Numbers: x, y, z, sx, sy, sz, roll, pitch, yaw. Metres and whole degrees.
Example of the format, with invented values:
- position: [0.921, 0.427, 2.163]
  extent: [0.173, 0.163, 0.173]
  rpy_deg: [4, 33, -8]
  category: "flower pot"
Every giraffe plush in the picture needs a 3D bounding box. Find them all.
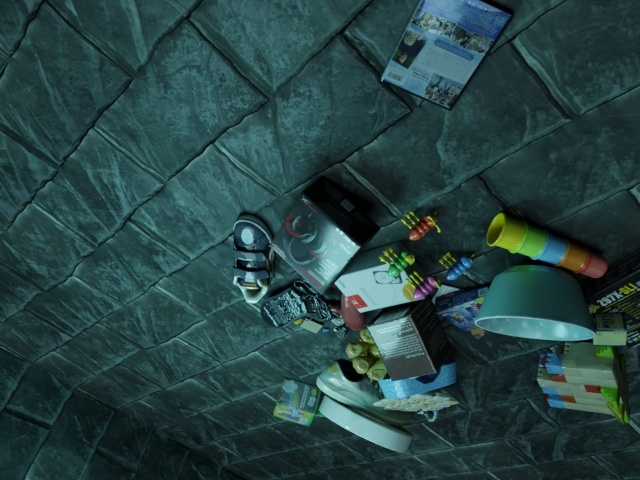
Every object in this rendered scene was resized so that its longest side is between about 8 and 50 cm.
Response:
- position: [0.192, 0.390, 1.985]
  extent: [0.181, 0.210, 0.170]
  rpy_deg: [60, 165, 11]
  category: "giraffe plush"

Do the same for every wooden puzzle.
- position: [-0.033, 0.311, 2.069]
  extent: [0.116, 0.014, 0.078]
  rpy_deg: [29, 141, -14]
  category: "wooden puzzle"

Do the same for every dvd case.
- position: [0.258, -0.405, 1.190]
  extent: [0.181, 0.022, 0.253]
  rpy_deg: [22, 138, -7]
  category: "dvd case"

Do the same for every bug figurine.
- position: [0.303, 0.055, 1.582]
  extent: [0.216, 0.072, 0.279]
  rpy_deg: [-45, 118, 4]
  category: "bug figurine"

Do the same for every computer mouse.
- position: [-0.087, 0.218, 1.929]
  extent: [0.272, 0.072, 0.188]
  rpy_deg: [-25, 99, 32]
  category: "computer mouse"

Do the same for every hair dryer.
- position: [0.048, 0.243, 1.918]
  extent: [0.224, 0.080, 0.293]
  rpy_deg: [27, 137, -11]
  category: "hair dryer"

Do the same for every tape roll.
- position: [0.179, 0.726, 2.259]
  extent: [0.392, 0.071, 0.392]
  rpy_deg: [24, 171, 4]
  category: "tape roll"

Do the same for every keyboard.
- position: [0.381, 0.224, 1.840]
  extent: [0.072, 0.014, 0.256]
  rpy_deg: [18, 139, -2]
  category: "keyboard"

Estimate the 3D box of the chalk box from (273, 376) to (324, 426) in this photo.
- position: [-0.077, 0.697, 2.413]
  extent: [0.213, 0.132, 0.132]
  rpy_deg: [18, 138, 0]
  category: "chalk box"

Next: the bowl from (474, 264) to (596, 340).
- position: [0.591, 0.169, 1.558]
  extent: [0.312, 0.163, 0.311]
  rpy_deg: [8, 163, 3]
  category: "bowl"

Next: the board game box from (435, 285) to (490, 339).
- position: [0.492, 0.227, 1.769]
  extent: [0.194, 0.060, 0.194]
  rpy_deg: [-24, 129, 30]
  category: "board game box"

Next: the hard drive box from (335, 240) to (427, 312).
- position: [0.182, 0.116, 1.731]
  extent: [0.232, 0.089, 0.181]
  rpy_deg: [-18, 127, 33]
  category: "hard drive box"

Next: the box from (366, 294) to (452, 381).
- position: [0.284, 0.307, 1.790]
  extent: [0.169, 0.167, 0.203]
  rpy_deg: [-21, 97, 34]
  category: "box"

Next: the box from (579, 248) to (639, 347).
- position: [0.890, 0.157, 1.558]
  extent: [0.257, 0.079, 0.322]
  rpy_deg: [29, 137, -11]
  category: "box"

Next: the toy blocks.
- position: [0.835, 0.446, 1.838]
  extent: [0.261, 0.190, 0.381]
  rpy_deg: [-2, 138, 36]
  category: "toy blocks"

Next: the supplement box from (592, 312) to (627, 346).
- position: [0.811, 0.252, 1.587]
  extent: [0.083, 0.056, 0.083]
  rpy_deg: [-4, 135, 23]
  category: "supplement box"

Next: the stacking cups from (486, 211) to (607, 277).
- position: [0.605, 0.021, 1.488]
  extent: [0.317, 0.096, 0.096]
  rpy_deg: [19, 138, -4]
  category: "stacking cups"

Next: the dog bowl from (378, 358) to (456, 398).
- position: [0.343, 0.481, 1.963]
  extent: [0.298, 0.074, 0.166]
  rpy_deg: [-11, 174, -19]
  category: "dog bowl"

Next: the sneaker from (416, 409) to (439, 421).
- position: [0.385, 0.636, 2.234]
  extent: [0.237, 0.086, 0.085]
  rpy_deg: [39, 135, -22]
  category: "sneaker"

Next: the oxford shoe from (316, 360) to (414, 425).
- position: [0.198, 0.605, 2.227]
  extent: [0.450, 0.169, 0.130]
  rpy_deg: [29, 94, -16]
  category: "oxford shoe"

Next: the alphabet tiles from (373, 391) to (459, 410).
- position: [0.349, 0.592, 2.073]
  extent: [0.278, 0.021, 0.284]
  rpy_deg: [9, 152, -17]
  category: "alphabet tiles"

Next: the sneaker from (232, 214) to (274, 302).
- position: [-0.213, 0.070, 1.782]
  extent: [0.126, 0.127, 0.321]
  rpy_deg: [6, 136, 14]
  category: "sneaker"

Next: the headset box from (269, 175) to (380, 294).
- position: [0.000, 0.000, 1.593]
  extent: [0.218, 0.110, 0.293]
  rpy_deg: [43, 138, 6]
  category: "headset box"
